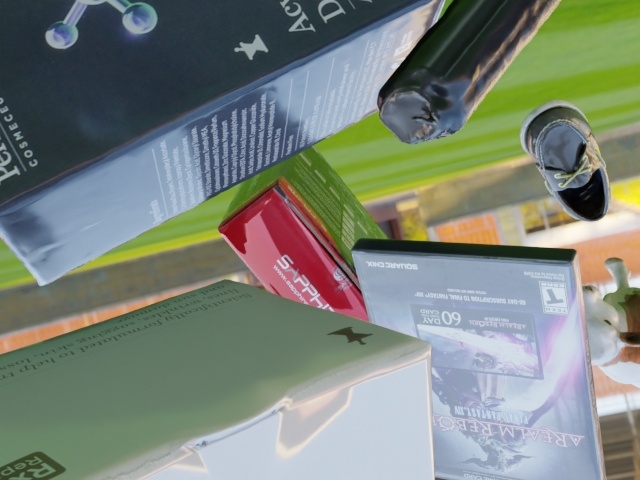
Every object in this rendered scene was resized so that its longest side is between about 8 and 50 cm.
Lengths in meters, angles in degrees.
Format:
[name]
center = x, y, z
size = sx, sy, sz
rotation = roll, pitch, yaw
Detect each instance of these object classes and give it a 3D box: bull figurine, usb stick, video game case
[bull figurine]
center = 0.394, 0.105, 1.059
size = 0.310, 0.188, 0.101
rotation = 27, 140, -11
[usb stick]
center = 0.128, -0.163, 0.547
size = 0.278, 0.045, 0.077
rotation = -51, -172, -18
[video game case]
center = 0.147, 0.121, 0.867
size = 0.196, 0.274, 0.026
rotation = 3, -146, 30

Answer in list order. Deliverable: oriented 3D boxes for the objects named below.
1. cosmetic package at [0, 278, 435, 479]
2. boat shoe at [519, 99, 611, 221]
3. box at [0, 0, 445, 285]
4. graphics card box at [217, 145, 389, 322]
[cosmetic package]
center = -0.063, 0.233, 0.449
size = 0.217, 0.384, 0.156
rotation = -15, -162, -40
[boat shoe]
center = 0.307, -0.093, 1.170
size = 0.081, 0.068, 0.228
rotation = -31, 148, 14
[box]
center = -0.146, -0.197, 0.832
size = 0.396, 0.293, 0.212
rotation = -29, 168, -12
[graphics card box]
center = 0.000, 0.000, 1.171
size = 0.094, 0.232, 0.371
rotation = -37, -168, 12
